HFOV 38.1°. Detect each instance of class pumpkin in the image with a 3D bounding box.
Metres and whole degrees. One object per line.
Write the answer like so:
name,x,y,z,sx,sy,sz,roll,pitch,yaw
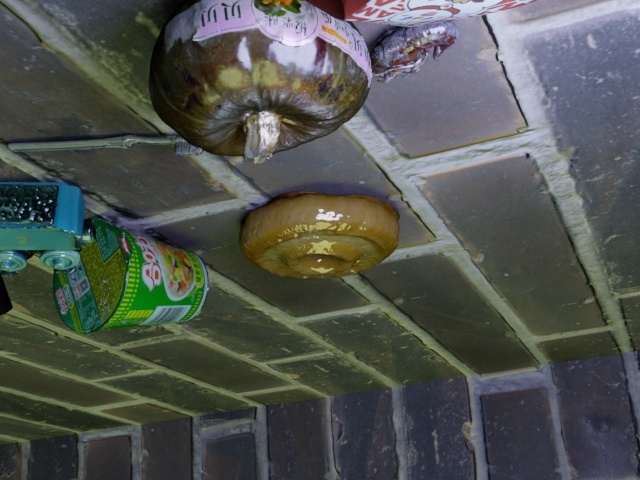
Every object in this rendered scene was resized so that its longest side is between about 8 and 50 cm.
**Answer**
pumpkin,-0.073,-0.181,1.078,0.260,0.189,0.260,-2,159,-1

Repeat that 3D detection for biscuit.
biscuit,0.000,0.000,1.679,0.297,0.101,0.296,-4,161,-1

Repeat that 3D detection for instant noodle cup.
instant noodle cup,-0.332,0.075,1.701,0.207,0.207,0.233,-20,160,35

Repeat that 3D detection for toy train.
toy train,-0.478,-0.024,1.521,0.203,0.112,0.163,-2,152,-6

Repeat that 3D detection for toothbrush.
toothbrush,-0.314,-0.142,1.362,0.294,0.028,0.026,2,157,0

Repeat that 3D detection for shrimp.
shrimp,0.097,-0.232,1.158,0.065,0.056,0.165,7,160,-42

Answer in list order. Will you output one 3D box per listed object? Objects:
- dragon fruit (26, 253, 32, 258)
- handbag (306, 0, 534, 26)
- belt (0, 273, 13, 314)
dragon fruit,-0.554,0.026,1.688,0.131,0.063,0.097,-20,153,35
handbag,0.118,-0.285,0.903,0.171,0.151,0.298,4,161,-34
belt,-0.714,0.109,1.751,0.289,0.164,0.184,-22,179,35
